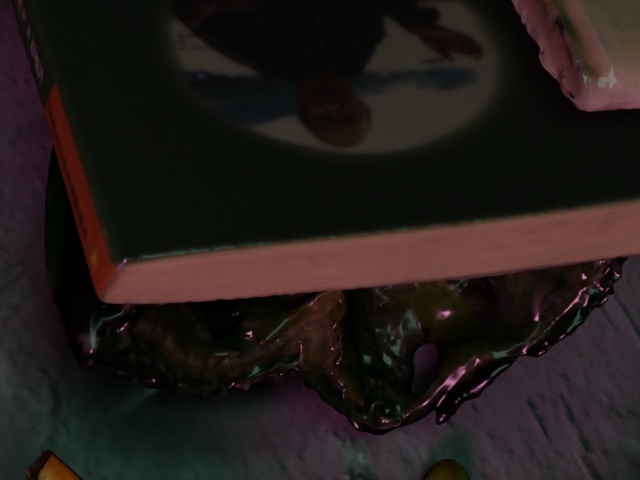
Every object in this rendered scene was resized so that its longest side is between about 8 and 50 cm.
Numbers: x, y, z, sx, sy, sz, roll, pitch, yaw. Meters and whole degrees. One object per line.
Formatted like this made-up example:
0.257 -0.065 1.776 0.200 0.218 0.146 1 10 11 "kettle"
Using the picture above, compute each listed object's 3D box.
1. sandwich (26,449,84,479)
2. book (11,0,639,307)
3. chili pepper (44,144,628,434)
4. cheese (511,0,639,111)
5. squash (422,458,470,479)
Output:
-0.073 0.188 0.696 0.187 0.144 0.117 35 67 -6 "sandwich"
-0.017 -0.136 0.812 0.260 0.043 0.371 -5 54 -22 "book"
0.001 0.003 0.811 0.264 0.116 0.148 -1 62 -21 "chili pepper"
0.082 -0.213 0.862 0.085 0.034 0.400 -9 54 -19 "cheese"
0.052 0.140 0.821 0.027 0.027 0.083 23 66 -12 "squash"
